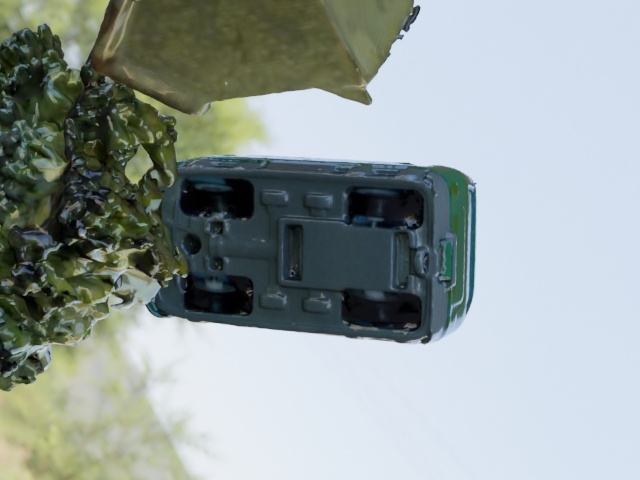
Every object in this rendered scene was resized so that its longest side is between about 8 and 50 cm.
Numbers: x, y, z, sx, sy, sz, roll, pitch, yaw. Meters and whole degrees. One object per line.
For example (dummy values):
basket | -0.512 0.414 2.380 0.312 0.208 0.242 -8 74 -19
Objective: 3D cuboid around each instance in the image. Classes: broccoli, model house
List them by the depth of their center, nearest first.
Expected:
model house | -0.084 -0.284 1.502 0.321 0.266 0.261 62 34 -30
broccoli | -0.278 -0.035 1.713 0.334 0.272 0.324 45 -40 49

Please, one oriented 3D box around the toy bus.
toy bus | 0.000 0.000 1.893 0.199 0.343 0.183 -17 111 -66
